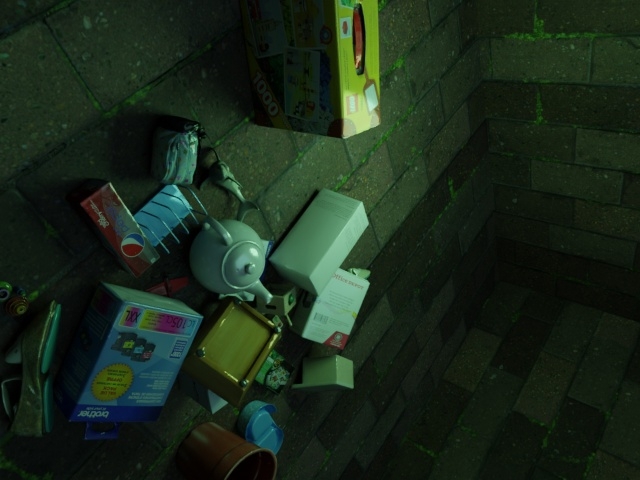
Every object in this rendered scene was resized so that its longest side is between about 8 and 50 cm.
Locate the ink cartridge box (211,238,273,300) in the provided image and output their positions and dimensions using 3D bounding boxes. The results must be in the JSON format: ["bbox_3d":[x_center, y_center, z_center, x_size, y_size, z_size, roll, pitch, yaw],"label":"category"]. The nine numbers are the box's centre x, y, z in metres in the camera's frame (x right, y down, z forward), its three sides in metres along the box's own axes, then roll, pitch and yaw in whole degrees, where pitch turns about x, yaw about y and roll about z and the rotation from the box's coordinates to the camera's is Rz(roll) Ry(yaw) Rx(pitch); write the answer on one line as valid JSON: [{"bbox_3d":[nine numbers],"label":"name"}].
[{"bbox_3d":[-0.253,0.099,1.682,0.224,0.045,0.223,9,97,-52],"label":"ink cartridge box"}]

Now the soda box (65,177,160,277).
[{"bbox_3d":[-0.531,-0.030,1.256,0.092,0.083,0.263,-47,136,-29],"label":"soda box"}]

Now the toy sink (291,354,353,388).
[{"bbox_3d":[0.006,0.577,2.105,0.153,0.234,0.131,36,47,-50],"label":"toy sink"}]

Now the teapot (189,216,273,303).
[{"bbox_3d":[-0.264,0.057,1.480,0.256,0.187,0.252,4,101,-42],"label":"teapot"}]

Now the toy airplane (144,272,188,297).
[{"bbox_3d":[-0.461,0.168,1.468,0.151,0.028,0.151,-22,120,-43],"label":"toy airplane"}]

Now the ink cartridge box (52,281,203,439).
[{"bbox_3d":[-0.537,0.341,1.332,0.270,0.151,0.395,25,90,-49],"label":"ink cartridge box"}]

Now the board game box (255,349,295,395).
[{"bbox_3d":[-0.201,0.512,1.930,0.136,0.030,0.259,-55,139,-18],"label":"board game box"}]

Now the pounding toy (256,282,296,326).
[{"bbox_3d":[-0.148,0.230,1.751,0.130,0.141,0.100,-43,135,-64],"label":"pounding toy"}]

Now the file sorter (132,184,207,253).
[{"bbox_3d":[-0.422,-0.063,1.361,0.170,0.104,0.118,-51,138,-25],"label":"file sorter"}]

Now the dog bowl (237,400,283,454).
[{"bbox_3d":[-0.244,0.764,1.941,0.166,0.074,0.297,-37,130,-37],"label":"dog bowl"}]

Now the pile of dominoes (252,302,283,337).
[{"bbox_3d":[-0.244,0.370,1.782,0.251,0.040,0.196,-47,126,-29],"label":"pile of dominoes"}]

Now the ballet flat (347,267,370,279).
[{"bbox_3d":[0.130,0.170,2.164,0.248,0.086,0.086,-33,128,-38],"label":"ballet flat"}]

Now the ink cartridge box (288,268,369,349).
[{"bbox_3d":[0.037,0.266,1.991,0.226,0.131,0.306,26,82,-31],"label":"ink cartridge box"}]

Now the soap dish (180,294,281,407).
[{"bbox_3d":[-0.268,0.329,1.507,0.229,0.118,0.291,38,48,-6],"label":"soap dish"}]

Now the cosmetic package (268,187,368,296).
[{"bbox_3d":[0.000,0.000,1.823,0.365,0.197,0.155,-54,149,-19],"label":"cosmetic package"}]

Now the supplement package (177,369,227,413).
[{"bbox_3d":[-0.371,0.456,1.572,0.105,0.179,0.105,-27,124,-42],"label":"supplement package"}]

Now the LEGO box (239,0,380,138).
[{"bbox_3d":[-0.032,-0.583,1.413,0.193,0.372,0.500,-31,126,-40],"label":"LEGO box"}]

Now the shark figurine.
[{"bbox_3d":[-0.307,-0.166,1.494,0.116,0.166,0.278,-35,153,-5],"label":"shark figurine"}]

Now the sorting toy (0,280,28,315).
[{"bbox_3d":[-0.717,0.136,1.128,0.061,0.042,0.102,-51,138,-25],"label":"sorting toy"}]

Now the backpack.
[{"bbox_3d":[-0.391,-0.240,1.314,0.115,0.152,0.182,-1,109,-35],"label":"backpack"}]

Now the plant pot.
[{"bbox_3d":[-0.339,0.780,1.674,0.272,0.265,0.272,-24,122,-44],"label":"plant pot"}]

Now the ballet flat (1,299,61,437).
[{"bbox_3d":[-0.704,0.314,1.173,0.123,0.123,0.348,-3,104,-51],"label":"ballet flat"}]
